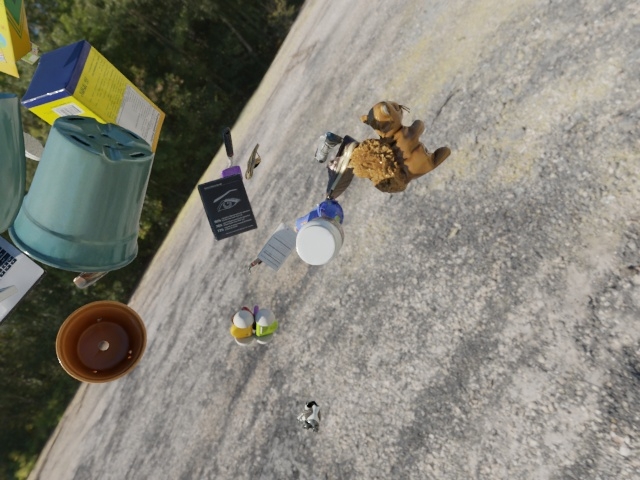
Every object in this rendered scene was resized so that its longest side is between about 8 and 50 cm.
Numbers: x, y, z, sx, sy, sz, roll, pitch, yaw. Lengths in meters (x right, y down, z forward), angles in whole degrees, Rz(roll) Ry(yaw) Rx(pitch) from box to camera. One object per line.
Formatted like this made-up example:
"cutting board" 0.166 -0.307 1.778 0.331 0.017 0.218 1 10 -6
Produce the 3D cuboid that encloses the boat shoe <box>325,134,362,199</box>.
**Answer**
"boat shoe" 0.093 -0.356 2.174 0.123 0.123 0.342 -22 -34 -43

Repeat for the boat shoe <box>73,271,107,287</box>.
"boat shoe" -0.934 0.084 1.870 0.122 0.120 0.324 -32 15 19

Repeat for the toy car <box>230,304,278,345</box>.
"toy car" -0.259 0.314 1.719 0.136 0.181 0.159 -108 19 -49

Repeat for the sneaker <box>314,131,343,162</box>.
"sneaker" 0.032 -0.418 2.038 0.228 0.086 0.132 -150 82 -76

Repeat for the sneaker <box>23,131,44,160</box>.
"sneaker" -1.301 -0.415 1.886 0.094 0.235 0.090 -29 43 26

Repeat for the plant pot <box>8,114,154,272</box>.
"plant pot" -0.642 -0.144 1.247 0.334 0.341 0.341 -60 20 22

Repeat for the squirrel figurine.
"squirrel figurine" 0.317 -0.431 2.021 0.397 0.370 0.281 -43 20 -17

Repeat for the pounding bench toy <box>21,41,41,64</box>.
"pounding bench toy" -1.118 -0.728 1.722 0.052 0.083 0.065 -26 65 25

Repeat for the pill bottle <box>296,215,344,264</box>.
"pill bottle" 0.000 0.000 1.588 0.162 0.162 0.278 -56 -1 10

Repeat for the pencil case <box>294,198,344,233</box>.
"pencil case" -0.013 -0.086 1.971 0.119 0.133 0.306 -51 11 -27

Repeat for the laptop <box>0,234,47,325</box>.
"laptop" -1.111 0.107 1.254 0.382 0.407 0.236 -55 -17 -14

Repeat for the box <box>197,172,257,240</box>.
"box" -0.330 -0.118 1.568 0.153 0.207 0.108 -18 6 -17

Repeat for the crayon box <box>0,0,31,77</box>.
"crayon box" -0.875 -0.602 1.128 0.319 0.202 0.081 121 165 -47

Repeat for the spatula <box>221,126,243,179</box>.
"spatula" -0.338 -0.306 1.661 0.030 0.084 0.296 56 157 27

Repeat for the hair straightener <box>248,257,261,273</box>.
"hair straightener" -0.276 0.084 2.223 0.230 0.047 0.089 -44 -7 6

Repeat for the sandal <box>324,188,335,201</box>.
"sandal" 0.040 -0.177 2.038 0.067 0.040 0.179 -62 -2 -26

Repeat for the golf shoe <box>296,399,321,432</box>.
"golf shoe" -0.030 0.606 1.546 0.198 0.077 0.094 137 150 -72

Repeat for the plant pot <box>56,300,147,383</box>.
"plant pot" -0.814 0.386 1.657 0.203 0.290 0.291 -35 32 59

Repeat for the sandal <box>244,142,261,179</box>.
"sandal" -0.271 -0.319 1.823 0.072 0.049 0.180 -43 34 50

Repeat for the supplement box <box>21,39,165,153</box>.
"supplement box" -0.714 -0.424 1.436 0.195 0.356 0.194 -5 64 23

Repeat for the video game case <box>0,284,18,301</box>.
"video game case" -0.855 0.175 1.033 0.183 0.023 0.201 -14 19 16

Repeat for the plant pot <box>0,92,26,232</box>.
"plant pot" -0.659 -0.121 0.753 0.293 0.292 0.235 -120 29 -65

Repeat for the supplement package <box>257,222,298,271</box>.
"supplement package" -0.173 0.026 1.855 0.179 0.105 0.105 -54 8 -4
